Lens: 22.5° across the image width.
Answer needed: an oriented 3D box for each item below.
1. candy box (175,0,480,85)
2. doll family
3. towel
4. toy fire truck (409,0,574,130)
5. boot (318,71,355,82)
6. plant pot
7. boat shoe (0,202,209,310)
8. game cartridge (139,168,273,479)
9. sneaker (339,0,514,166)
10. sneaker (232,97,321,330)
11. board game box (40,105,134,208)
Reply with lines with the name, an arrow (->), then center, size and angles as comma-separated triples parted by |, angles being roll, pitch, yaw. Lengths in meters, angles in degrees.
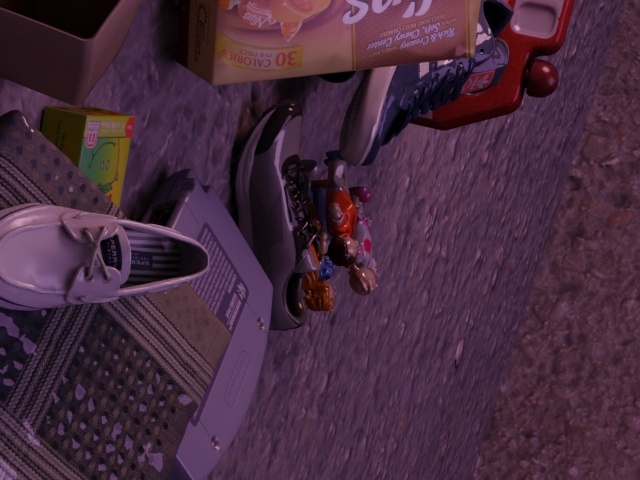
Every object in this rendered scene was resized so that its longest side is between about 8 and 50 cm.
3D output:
candy box -> 0.016, -0.264, 1.593 | 0.316, 0.087, 0.183 | -10, 119, -31
doll family -> 0.000, 0.000, 1.981 | 0.263, 0.118, 0.163 | 53, 35, -72
towel -> -0.225, 0.109, 1.300 | 0.324, 0.056, 0.312 | 50, 49, -36
toy fire truck -> 0.204, -0.292, 2.125 | 0.169, 0.254, 0.302 | 24, 79, -71
boot -> 0.073, -0.326, 1.918 | 0.263, 0.091, 0.229 | -57, -178, 38
plant pot -> -0.203, -0.170, 1.252 | 0.096, 0.109, 0.109 | 101, 13, -50
boat shoe -> -0.180, 0.008, 1.263 | 0.226, 0.076, 0.083 | -6, 90, -53
game cartridge -> -0.129, 0.091, 1.551 | 0.196, 0.060, 0.294 | 57, 32, -27
sneaker -> 0.139, -0.202, 1.923 | 0.350, 0.148, 0.131 | -62, -177, -36
sneaker -> -0.043, -0.027, 1.819 | 0.100, 0.108, 0.271 | -26, 126, -65
board game box -> -0.215, -0.024, 1.404 | 0.092, 0.043, 0.181 | -12, 114, -71
